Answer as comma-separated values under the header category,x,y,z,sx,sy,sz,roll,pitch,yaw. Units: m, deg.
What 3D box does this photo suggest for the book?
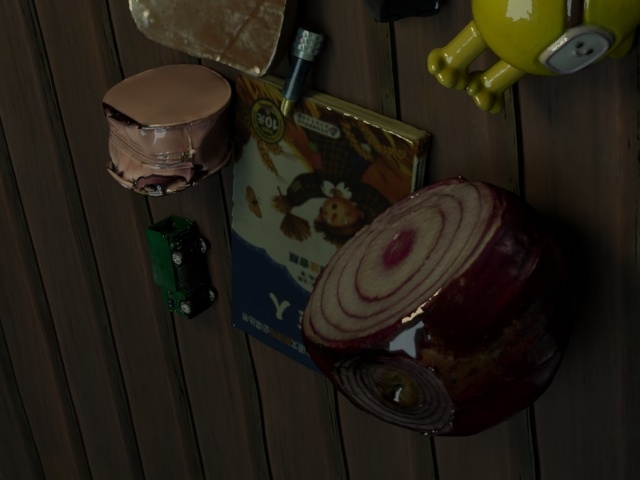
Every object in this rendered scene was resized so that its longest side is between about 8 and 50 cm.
category,x,y,z,sx,sy,sz,roll,pitch,yaw
book,0.000,0.000,1.612,0.300,0.039,0.428,24,127,29

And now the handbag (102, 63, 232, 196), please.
category,x,y,z,sx,sy,sz,roll,pitch,yaw
handbag,-0.210,-0.153,1.611,0.205,0.179,0.116,32,140,46

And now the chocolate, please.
category,x,y,z,sx,sy,sz,roll,pitch,yaw
chocolate,-0.130,-0.317,1.513,0.254,0.080,0.157,23,113,28

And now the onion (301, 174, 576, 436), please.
category,x,y,z,sx,sy,sz,roll,pitch,yaw
onion,0.157,0.103,1.374,0.336,0.282,0.260,-27,115,37

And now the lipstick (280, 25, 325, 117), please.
category,x,y,z,sx,sy,sz,roll,pitch,yaw
lipstick,-0.029,-0.214,1.490,0.037,0.037,0.116,30,111,25

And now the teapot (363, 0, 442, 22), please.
category,x,y,z,sx,sy,sz,roll,pitch,yaw
teapot,0.085,-0.325,1.325,0.096,0.087,0.177,46,141,44

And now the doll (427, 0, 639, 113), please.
category,x,y,z,sx,sy,sz,roll,pitch,yaw
doll,0.269,-0.266,1.172,0.199,0.145,0.363,27,133,-27

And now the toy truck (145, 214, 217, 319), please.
category,x,y,z,sx,sy,sz,roll,pitch,yaw
toy truck,-0.214,0.044,1.807,0.079,0.065,0.147,14,122,38
